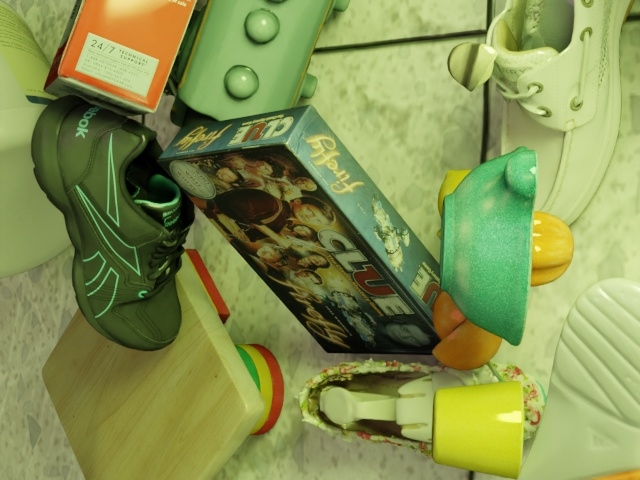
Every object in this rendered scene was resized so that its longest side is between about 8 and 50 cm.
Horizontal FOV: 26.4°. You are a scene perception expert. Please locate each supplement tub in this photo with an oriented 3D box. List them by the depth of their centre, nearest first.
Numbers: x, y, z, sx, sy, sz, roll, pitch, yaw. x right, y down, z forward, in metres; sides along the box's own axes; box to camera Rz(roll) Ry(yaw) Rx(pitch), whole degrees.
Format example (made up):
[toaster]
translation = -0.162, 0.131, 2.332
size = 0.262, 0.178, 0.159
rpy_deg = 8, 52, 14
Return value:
[supplement tub]
translation = -0.405, -0.140, 1.547
size = 0.325, 0.235, 0.235
rpy_deg = 55, 127, 35

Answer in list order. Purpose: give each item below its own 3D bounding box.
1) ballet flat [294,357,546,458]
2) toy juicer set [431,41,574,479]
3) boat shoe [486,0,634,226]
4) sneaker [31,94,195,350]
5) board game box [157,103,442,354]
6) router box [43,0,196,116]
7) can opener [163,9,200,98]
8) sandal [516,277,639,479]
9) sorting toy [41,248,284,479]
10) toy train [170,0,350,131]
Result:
[ballet flat]
translation = 0.071, 0.139, 1.111
size = 0.241, 0.077, 0.091
rpy_deg = -9, 81, 48
[toy juicer set]
translation = 0.128, -0.016, 0.951
size = 0.209, 0.089, 0.329
rpy_deg = -82, -7, -61
[boat shoe]
translation = 0.160, -0.135, 0.983
size = 0.098, 0.096, 0.277
rpy_deg = 32, 124, 46
[sneaker]
translation = -0.161, 0.000, 1.171
size = 0.106, 0.101, 0.267
rpy_deg = 7, 135, 26
[board game box]
translation = 0.000, 0.000, 1.097
size = 0.165, 0.243, 0.042
rpy_deg = -5, 44, 49
[router box]
translation = -0.147, -0.261, 1.188
size = 0.335, 0.082, 0.301
rpy_deg = -165, 95, -76
[can opener]
translation = -0.158, -0.241, 1.412
size = 0.095, 0.076, 0.283
rpy_deg = -28, 63, 10
[sandal]
translation = 0.203, 0.140, 0.960
size = 0.102, 0.076, 0.265
rpy_deg = 21, 117, 21
[sorting toy]
translation = -0.150, 0.146, 1.354
size = 0.257, 0.089, 0.255
rpy_deg = -54, 51, 32
[toy train]
translation = -0.041, -0.213, 1.158
size = 0.190, 0.142, 0.334
rpy_deg = -80, 13, -65
